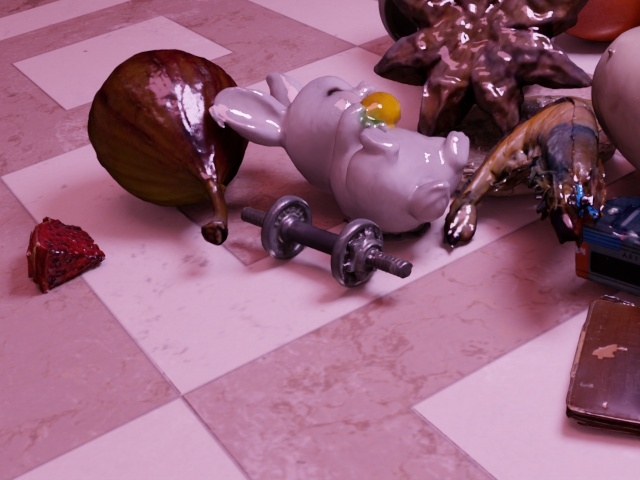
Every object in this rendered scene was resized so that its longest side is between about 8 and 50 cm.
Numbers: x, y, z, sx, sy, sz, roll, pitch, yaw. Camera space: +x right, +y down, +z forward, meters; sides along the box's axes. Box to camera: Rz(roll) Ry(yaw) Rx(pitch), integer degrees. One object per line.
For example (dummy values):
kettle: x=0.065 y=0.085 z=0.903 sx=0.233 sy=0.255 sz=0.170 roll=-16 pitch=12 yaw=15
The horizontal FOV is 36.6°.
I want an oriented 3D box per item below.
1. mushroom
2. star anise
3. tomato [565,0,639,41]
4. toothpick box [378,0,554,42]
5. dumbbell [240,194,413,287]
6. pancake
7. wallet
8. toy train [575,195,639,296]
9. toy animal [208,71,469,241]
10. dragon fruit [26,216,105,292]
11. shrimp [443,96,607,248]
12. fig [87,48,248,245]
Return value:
mushroom: x=0.463 y=-0.180 z=1.069 sx=0.293 sy=0.290 sz=0.292 roll=27 pitch=18 yaw=-10
star anise: x=0.221 y=-0.271 z=1.277 sx=0.315 sy=0.315 sz=0.108 roll=12 pitch=-4 yaw=31
tomato: x=0.453 y=-0.445 z=1.558 sx=0.225 sy=0.255 sz=0.256 roll=-14 pitch=25 yaw=33
toothpick box: x=0.240 y=-0.346 z=1.488 sx=0.229 sy=0.229 sz=0.316 roll=-15 pitch=33 yaw=-9
dumbbell: x=0.000 y=0.000 z=1.124 sx=0.254 sy=0.081 sz=0.082 roll=19 pitch=41 yaw=39
pancake: x=0.256 y=-0.134 z=1.298 sx=0.283 sy=0.049 sz=0.282 roll=-10 pitch=31 yaw=6
wallet: x=0.287 y=0.117 z=0.912 sx=0.095 sy=0.026 sz=0.176 roll=9 pitch=36 yaw=18
toy train: x=0.442 y=0.052 z=0.916 sx=0.409 sy=0.089 sz=0.086 roll=21 pitch=38 yaw=38
toy animal: x=0.030 y=-0.117 z=1.201 sx=0.325 sy=0.154 sz=0.208 roll=20 pitch=26 yaw=23
dragon fruit: x=-0.343 y=0.016 z=1.232 sx=0.097 sy=0.063 sz=0.131 roll=12 pitch=18 yaw=-41
shrimp: x=0.221 y=-0.052 z=1.078 sx=0.222 sy=0.054 sz=0.290 roll=-39 pitch=22 yaw=22
fig: x=-0.170 y=-0.099 z=1.252 sx=0.217 sy=0.217 sz=0.320 roll=-19 pitch=50 yaw=-15
